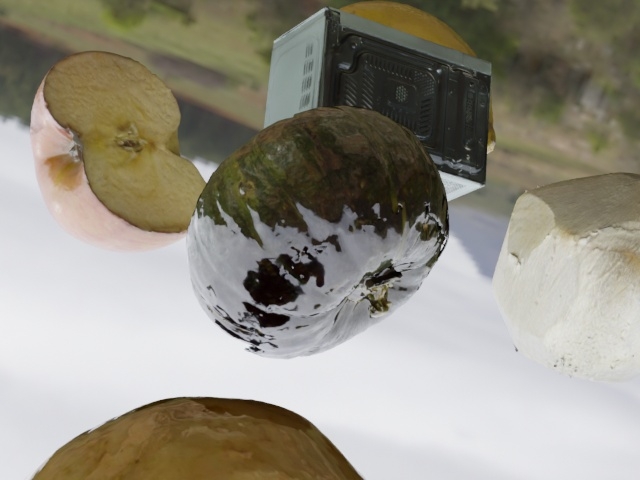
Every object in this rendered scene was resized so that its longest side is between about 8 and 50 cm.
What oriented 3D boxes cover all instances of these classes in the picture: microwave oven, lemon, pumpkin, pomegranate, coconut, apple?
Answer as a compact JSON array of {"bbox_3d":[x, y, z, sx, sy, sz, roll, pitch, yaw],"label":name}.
[{"bbox_3d":[0.061,-0.130,1.628,0.208,0.162,0.122,15,159,-28],"label":"microwave oven"},{"bbox_3d":[0.099,-0.195,2.105,0.263,0.236,0.236,61,-172,7],"label":"lemon"},{"bbox_3d":[0.001,0.002,1.318,0.238,0.238,0.159,19,-152,-54],"label":"pumpkin"},{"bbox_3d":[-0.091,0.285,1.089,0.342,0.342,0.342,22,-178,-1],"label":"pomegranate"},{"bbox_3d":[0.336,0.032,1.904,0.245,0.247,0.245,13,-160,-5],"label":"coconut"},{"bbox_3d":[-0.305,-0.100,2.224,0.251,0.163,0.293,-2,-118,-46],"label":"apple"}]
